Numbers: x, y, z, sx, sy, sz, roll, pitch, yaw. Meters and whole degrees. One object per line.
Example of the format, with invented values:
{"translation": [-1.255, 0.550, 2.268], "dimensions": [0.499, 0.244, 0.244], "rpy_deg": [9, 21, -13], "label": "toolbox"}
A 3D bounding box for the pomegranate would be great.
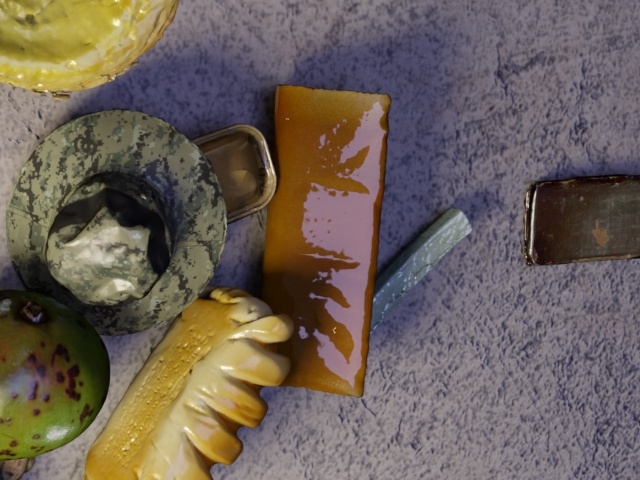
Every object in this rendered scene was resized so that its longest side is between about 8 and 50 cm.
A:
{"translation": [-0.330, 0.164, 1.743], "dimensions": [0.202, 0.202, 0.248], "rpy_deg": [-4, 128, -30], "label": "pomegranate"}

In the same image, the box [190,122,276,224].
{"translation": [-0.138, -0.067, 1.857], "dimensions": [0.177, 0.111, 0.111], "rpy_deg": [-24, 108, -26], "label": "box"}

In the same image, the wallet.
{"translation": [0.376, -0.030, 2.202], "dimensions": [0.232, 0.031, 0.122], "rpy_deg": [-3, 102, -28], "label": "wallet"}

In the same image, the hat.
{"translation": [-0.226, 0.001, 1.751], "dimensions": [0.265, 0.128, 0.266], "rpy_deg": [0, 110, 0], "label": "hat"}

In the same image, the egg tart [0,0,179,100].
{"translation": [-0.294, -0.309, 1.708], "dimensions": [0.315, 0.120, 0.315], "rpy_deg": [-6, 108, -18], "label": "egg tart"}

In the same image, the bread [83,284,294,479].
{"translation": [-0.150, 0.200, 1.848], "dimensions": [0.121, 0.173, 0.311], "rpy_deg": [38, 83, -37], "label": "bread"}

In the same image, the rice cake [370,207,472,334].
{"translation": [0.096, 0.052, 2.041], "dimensions": [0.245, 0.045, 0.042], "rpy_deg": [-46, 114, -17], "label": "rice cake"}

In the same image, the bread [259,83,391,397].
{"translation": [0.000, 0.000, 1.939], "dimensions": [0.138, 0.077, 0.361], "rpy_deg": [5, 94, -2], "label": "bread"}
